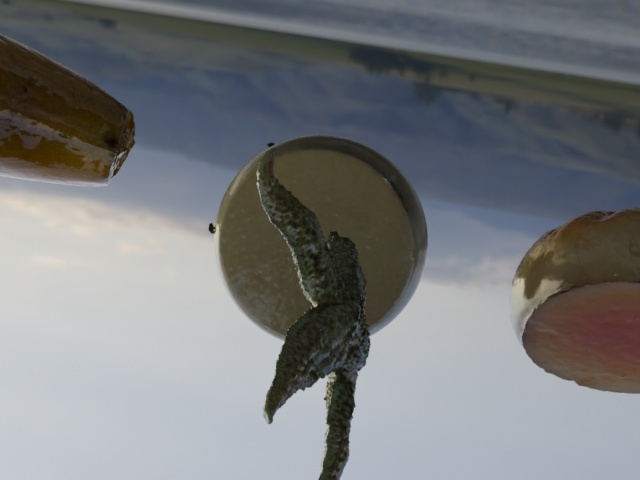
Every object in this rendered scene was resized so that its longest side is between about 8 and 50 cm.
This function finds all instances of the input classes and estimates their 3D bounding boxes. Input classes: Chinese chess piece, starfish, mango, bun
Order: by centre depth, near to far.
[{"bbox_3d":[-0.337,-0.134,1.326,0.359,0.144,0.187,17,-173,-38],"label":"mango"},{"bbox_3d":[0.011,0.105,1.446,0.078,0.358,0.347,-9,164,10],"label":"starfish"},{"bbox_3d":[0.384,0.057,1.740,0.299,0.165,0.299,6,148,4],"label":"bun"},{"bbox_3d":[0.000,0.000,1.766,0.273,0.273,0.102,9,-170,5],"label":"Chinese chess piece"}]
